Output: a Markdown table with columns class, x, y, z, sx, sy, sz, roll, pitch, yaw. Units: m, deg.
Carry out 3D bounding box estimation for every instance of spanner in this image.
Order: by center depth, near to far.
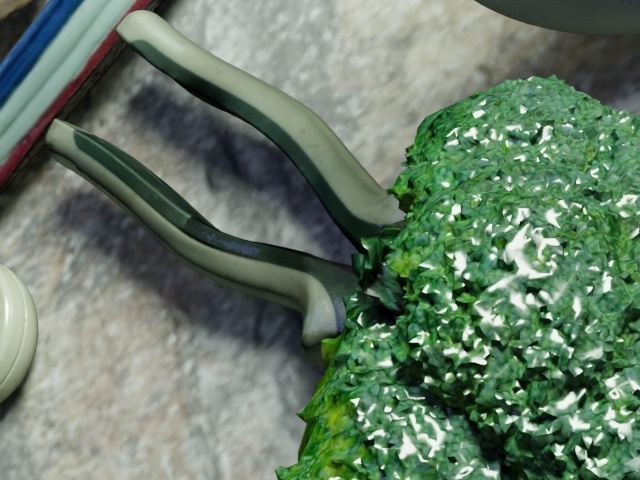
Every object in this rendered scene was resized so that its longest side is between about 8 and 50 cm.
| class | x | y | z | sx | sy | sz | roll | pitch | yaw |
| --- | --- | --- | --- | --- | --- | --- | --- | --- | --- |
| spanner | 0.000 | 0.000 | 0.836 | 0.325 | 0.040 | 0.095 | 34 | 93 | 33 |

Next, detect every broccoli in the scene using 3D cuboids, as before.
| class | x | y | z | sx | sy | sz | roll | pitch | yaw |
| --- | --- | --- | --- | --- | --- | --- | --- | --- | --- |
| broccoli | 0.107 | 0.090 | 0.646 | 0.269 | 0.269 | 0.254 | -2 | 38 | 33 |

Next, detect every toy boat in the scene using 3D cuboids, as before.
| class | x | y | z | sx | sy | sz | roll | pitch | yaw |
| --- | --- | --- | --- | --- | --- | --- | --- | --- | --- |
| toy boat | -0.125 | -0.099 | 0.948 | 0.046 | 0.080 | 0.229 | 41 | 96 | 2 |

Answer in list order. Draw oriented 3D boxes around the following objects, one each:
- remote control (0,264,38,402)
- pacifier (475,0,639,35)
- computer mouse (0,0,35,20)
| class | x | y | z | sx | sy | sz | roll | pitch | yaw |
| --- | --- | --- | --- | --- | --- | --- | --- | --- | --- |
| remote control | -0.228 | 0.085 | 0.961 | 0.221 | 0.042 | 0.078 | -35 | 58 | 20 |
| pacifier | 0.113 | -0.239 | 0.739 | 0.300 | 0.244 | 0.233 | -10 | 53 | 1 |
| computer mouse | -0.203 | -0.228 | 0.980 | 0.200 | 0.115 | 0.389 | 11 | 68 | -9 |
